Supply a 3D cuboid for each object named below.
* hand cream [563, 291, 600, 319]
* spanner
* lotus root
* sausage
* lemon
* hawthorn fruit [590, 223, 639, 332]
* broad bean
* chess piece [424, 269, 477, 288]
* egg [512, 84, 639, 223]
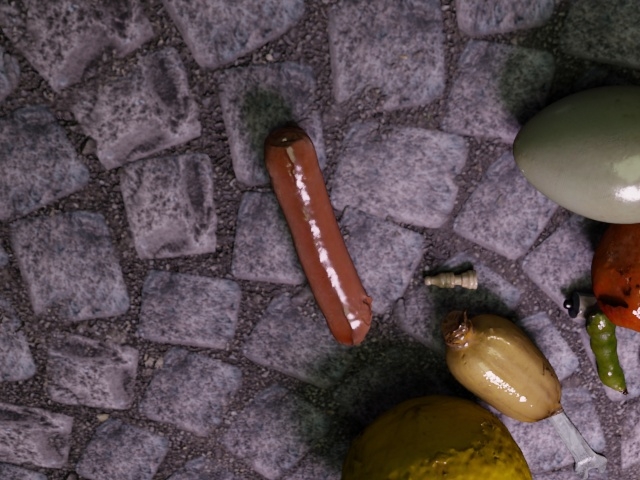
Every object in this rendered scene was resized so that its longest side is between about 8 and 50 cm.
[{"bbox_3d":[0.564,0.122,1.682,0.248,0.052,0.075,2,139,-10],"label":"hand cream"},{"bbox_3d":[0.483,0.369,1.808,0.071,0.017,0.302,-31,114,11],"label":"spanner"},{"bbox_3d":[0.328,0.227,1.668,0.303,0.131,0.146,41,85,-21],"label":"lotus root"},{"bbox_3d":[0.000,0.000,1.558,0.094,0.094,0.419,-30,118,-18],"label":"sausage"},{"bbox_3d":[0.214,0.469,1.663,0.349,0.350,0.387,-17,111,5],"label":"lemon"},{"bbox_3d":[0.582,0.014,1.544,0.211,0.211,0.299,20,103,-13],"label":"hawthorn fruit"},{"bbox_3d":[0.528,0.205,1.690,0.052,0.053,0.256,-37,132,-9],"label":"broad bean"},{"bbox_3d":[0.233,0.071,1.640,0.092,0.035,0.035,-1,116,1],"label":"chess piece"},{"bbox_3d":[0.454,-0.139,1.447,0.295,0.218,0.218,8,116,4],"label":"egg"}]
